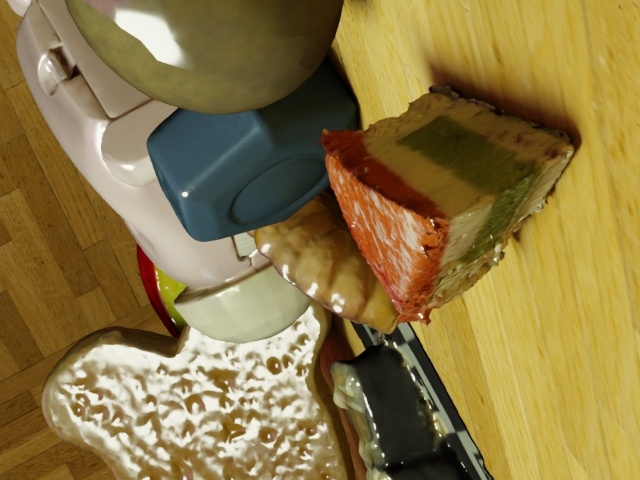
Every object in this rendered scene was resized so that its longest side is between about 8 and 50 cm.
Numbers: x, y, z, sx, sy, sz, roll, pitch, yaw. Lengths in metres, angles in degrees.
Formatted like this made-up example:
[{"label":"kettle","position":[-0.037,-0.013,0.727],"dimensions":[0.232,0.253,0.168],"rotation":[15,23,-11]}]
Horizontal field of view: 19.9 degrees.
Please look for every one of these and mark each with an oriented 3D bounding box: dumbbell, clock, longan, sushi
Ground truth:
[{"label":"dumbbell","position":[-0.104,-0.161,1.312],"dimensions":[0.144,0.160,0.325],"rotation":[7,-132,-60]},{"label":"clock","position":[-0.134,-0.092,1.661],"dimensions":[0.342,0.184,0.326],"rotation":[62,178,34]},{"label":"longan","position":[-0.071,-0.165,1.069],"dimensions":[0.189,0.189,0.189],"rotation":[60,171,15]},{"label":"sushi","position":[0.079,0.228,1.591],"dimensions":[0.373,0.100,0.296],"rotation":[62,172,2]}]

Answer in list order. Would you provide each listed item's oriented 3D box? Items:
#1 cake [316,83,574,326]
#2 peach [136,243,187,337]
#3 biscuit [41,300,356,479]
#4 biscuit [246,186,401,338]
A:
[{"label":"cake","position":[0.054,-0.040,0.939],"dimensions":[0.116,0.086,0.220],"rotation":[58,172,13]},{"label":"peach","position":[-0.118,0.018,1.925],"dimensions":[0.267,0.154,0.159],"rotation":[62,173,-4]},{"label":"biscuit","position":[-0.089,0.241,1.861],"dimensions":[0.394,0.368,0.076],"rotation":[63,-161,-9]},{"label":"biscuit","position":[0.000,0.000,1.452],"dimensions":[0.118,0.061,0.183],"rotation":[22,-159,-40]}]
